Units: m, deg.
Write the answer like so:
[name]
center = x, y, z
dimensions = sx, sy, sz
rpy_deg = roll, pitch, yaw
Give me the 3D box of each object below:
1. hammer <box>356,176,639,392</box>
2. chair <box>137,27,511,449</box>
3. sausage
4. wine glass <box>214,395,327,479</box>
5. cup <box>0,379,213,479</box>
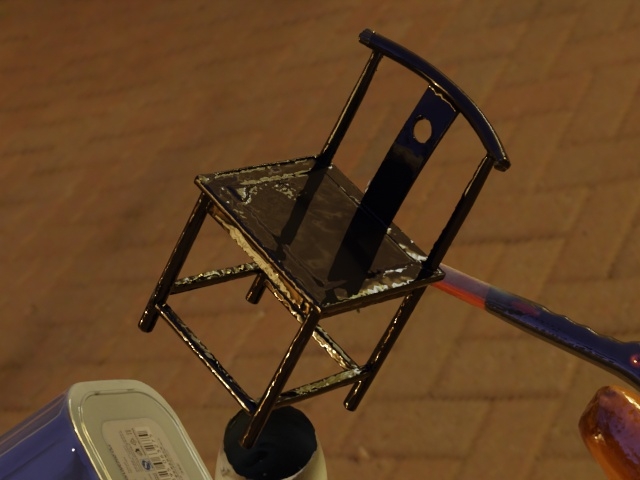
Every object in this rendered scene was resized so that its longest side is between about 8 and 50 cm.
[hammer]
center = 0.140, 0.048, 1.198
dimensions = 0.287, 0.033, 0.111
rpy_deg = 24, 68, 19
[chair]
center = 0.000, 0.000, 1.044
dimensions = 0.141, 0.260, 0.154
rpy_deg = -14, 51, -46
[sausage]
center = 0.349, 0.249, 1.477
dimensions = 0.098, 0.238, 0.098
rpy_deg = -39, -9, -8
[wine glass]
center = -0.048, 0.238, 1.434
dimensions = 0.111, 0.204, 0.111
rpy_deg = 0, 55, 0
[cup]
center = -0.110, 0.142, 0.620
dimensions = 0.129, 0.128, 0.095
rpy_deg = -36, -17, 18
